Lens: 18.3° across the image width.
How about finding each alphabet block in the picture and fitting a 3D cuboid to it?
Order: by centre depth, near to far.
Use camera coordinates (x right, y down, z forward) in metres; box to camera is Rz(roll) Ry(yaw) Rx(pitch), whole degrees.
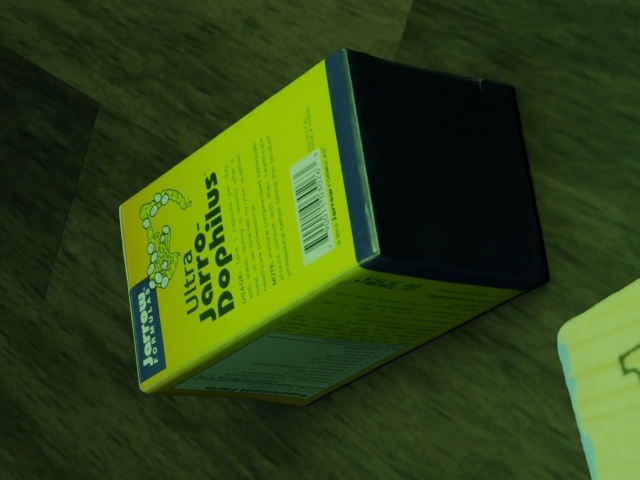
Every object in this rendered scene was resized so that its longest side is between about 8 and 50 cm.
[{"bbox_3d":[0.310,0.112,1.374,0.197,0.192,0.193,-38,57,43],"label":"alphabet block"}]

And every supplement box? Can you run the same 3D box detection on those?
[{"bbox_3d":[0.000,0.000,1.790,0.356,0.194,0.195,-31,60,45],"label":"supplement box"}]
